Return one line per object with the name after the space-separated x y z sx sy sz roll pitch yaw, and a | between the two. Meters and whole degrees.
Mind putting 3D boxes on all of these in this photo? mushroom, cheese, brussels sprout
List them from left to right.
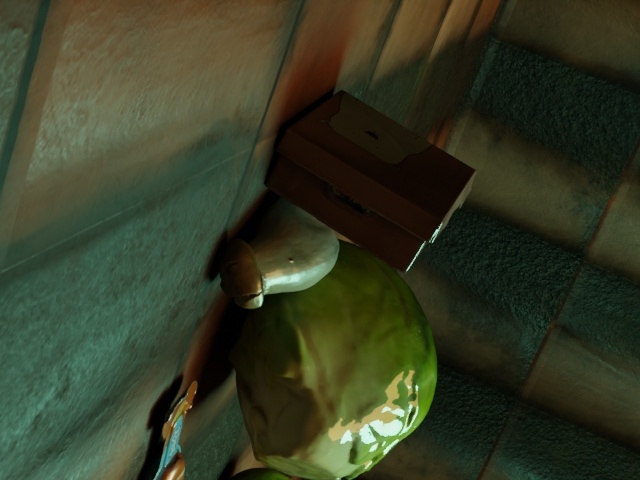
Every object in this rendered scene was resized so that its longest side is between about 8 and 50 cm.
-0.187 0.274 1.241 0.106 0.037 0.256 -55 167 -54 | cheese
-0.051 0.019 1.219 0.225 0.093 0.116 -43 112 -51 | mushroom
0.005 0.164 1.395 0.268 0.344 0.344 -26 -155 47 | brussels sprout

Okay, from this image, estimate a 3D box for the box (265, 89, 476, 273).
0.066 -0.075 1.249 0.086 0.215 0.215 -62 173 28 | box

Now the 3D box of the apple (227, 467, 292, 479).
-0.103 0.494 1.784 0.196 0.196 0.196 24 90 -81 | apple
